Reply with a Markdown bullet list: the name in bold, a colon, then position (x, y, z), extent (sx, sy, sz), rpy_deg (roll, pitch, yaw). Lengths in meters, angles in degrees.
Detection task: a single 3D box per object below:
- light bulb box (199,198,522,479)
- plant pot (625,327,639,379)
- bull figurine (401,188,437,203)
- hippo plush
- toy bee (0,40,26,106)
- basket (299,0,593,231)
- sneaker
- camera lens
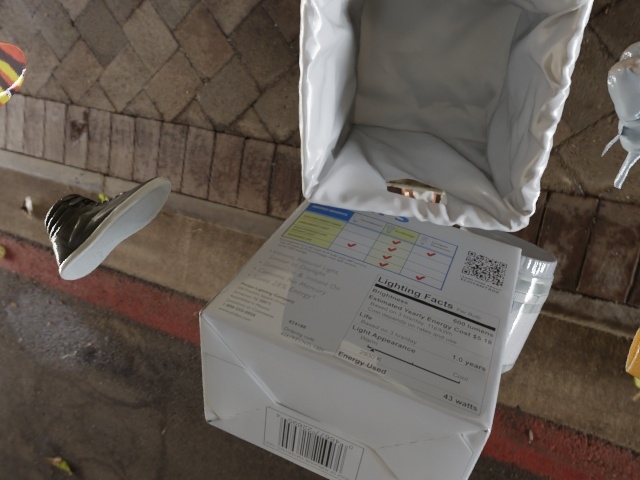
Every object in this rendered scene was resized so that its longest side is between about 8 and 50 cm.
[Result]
- **light bulb box**: position (0.073, 0.134, 0.762), extent (0.358, 0.361, 0.225), rpy_deg (19, 127, 15)
- **plant pot**: position (0.814, 0.275, 1.165), extent (0.188, 0.205, 0.204), rpy_deg (21, 108, 25)
- **bull figurine**: position (0.235, -0.173, 1.171), extent (0.101, 0.188, 0.310), rpy_deg (-5, 137, 5)
- **hippo plush**: position (0.744, -0.289, 1.054), extent (0.237, 0.294, 0.234), rpy_deg (9, 150, 50)
- **toy bee**: position (-0.473, -0.166, 0.511), extent (0.195, 0.299, 0.162), rpy_deg (40, 114, 62)
- **basket**: position (0.158, -0.227, 0.747), extent (0.329, 0.266, 0.331), rpy_deg (9, 124, 10)
- **sneaker**: position (-0.449, -0.065, 1.057), extent (0.296, 0.104, 0.146), rpy_deg (-40, 73, 7)
- **camera lens**: position (0.340, 0.125, 1.086), extent (0.220, 0.219, 0.274), rpy_deg (24, 108, 19)
